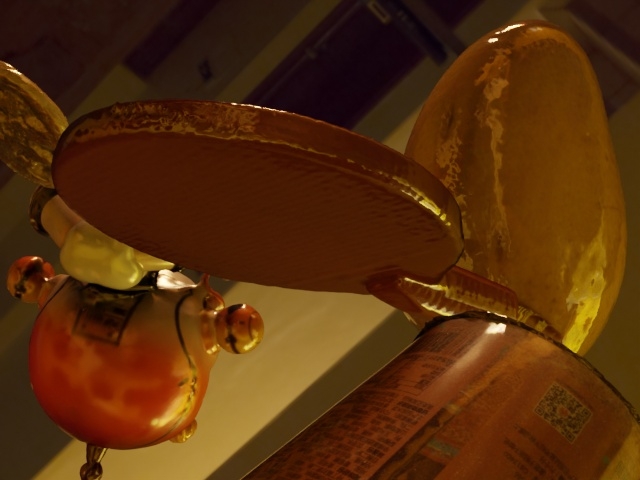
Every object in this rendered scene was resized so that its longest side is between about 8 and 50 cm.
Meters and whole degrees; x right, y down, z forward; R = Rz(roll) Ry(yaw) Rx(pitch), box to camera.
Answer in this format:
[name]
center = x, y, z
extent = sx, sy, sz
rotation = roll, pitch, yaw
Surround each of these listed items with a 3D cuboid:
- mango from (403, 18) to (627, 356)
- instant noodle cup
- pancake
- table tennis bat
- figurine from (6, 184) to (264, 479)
[mango]
center = 0.237, -0.052, 1.149
extent = 0.301, 0.445, 0.220
rotation = 16, 174, -21
[instant noodle cup]
center = 0.055, 0.164, 0.503
extent = 0.217, 0.217, 0.207
rotation = 48, -124, 5
[pancake]
center = -0.275, -0.105, 0.870
extent = 0.139, 0.139, 0.022
rotation = 45, -127, -8
[table tennis bat]
center = 0.000, 0.000, 0.715
extent = 0.414, 0.268, 0.051
rotation = 23, -116, -36
[figurine]
center = -0.229, 0.105, 1.109
extent = 0.320, 0.323, 0.196
rotation = 11, -154, 13
